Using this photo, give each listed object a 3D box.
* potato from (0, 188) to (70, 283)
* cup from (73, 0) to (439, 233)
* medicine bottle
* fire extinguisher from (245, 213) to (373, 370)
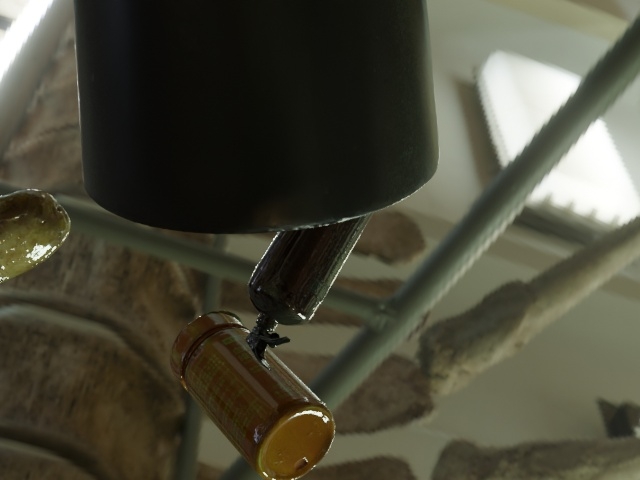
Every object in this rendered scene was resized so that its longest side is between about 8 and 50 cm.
[{"bbox_3d":[-0.380,-0.001,1.466,0.170,0.107,0.080,-26,-135,1],"label":"potato"},{"bbox_3d":[-0.064,-0.121,0.567,0.239,0.177,0.166,11,-152,29],"label":"cup"},{"bbox_3d":[-0.072,0.158,1.287,0.096,0.096,0.192,1,-154,-35],"label":"medicine bottle"},{"bbox_3d":[0.000,0.000,1.185,0.072,0.268,0.089,38,166,-29],"label":"fire extinguisher"}]
